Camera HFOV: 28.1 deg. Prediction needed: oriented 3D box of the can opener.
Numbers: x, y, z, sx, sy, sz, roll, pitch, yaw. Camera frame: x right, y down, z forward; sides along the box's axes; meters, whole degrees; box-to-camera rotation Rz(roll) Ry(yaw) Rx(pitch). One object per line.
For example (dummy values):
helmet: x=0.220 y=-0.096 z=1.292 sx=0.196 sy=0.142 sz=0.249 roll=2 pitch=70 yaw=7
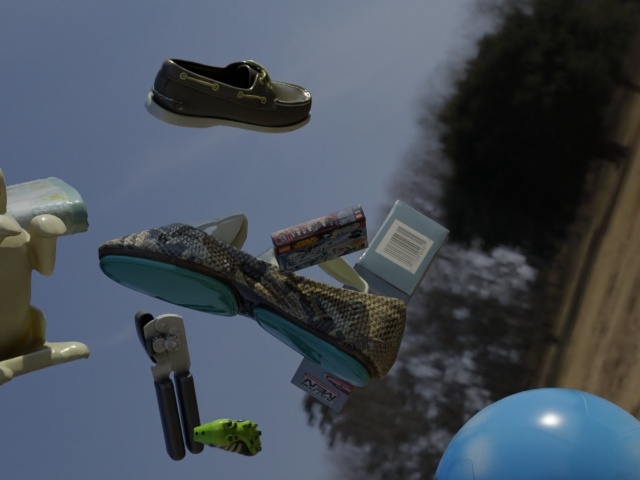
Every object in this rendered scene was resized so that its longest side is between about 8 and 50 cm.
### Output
can opener: x=-0.263 y=0.253 z=2.269 sx=0.093 sy=0.074 sz=0.280 roll=25 pitch=128 yaw=62

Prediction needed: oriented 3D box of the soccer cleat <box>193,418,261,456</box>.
soccer cleat: x=-0.154 y=0.331 z=2.158 sx=0.179 sy=0.072 sz=0.060 roll=37 pitch=-131 yaw=-64

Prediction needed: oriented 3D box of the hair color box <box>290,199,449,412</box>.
hair color box: x=0.083 y=0.123 z=2.277 sx=0.185 sy=0.113 sz=0.374 roll=-55 pitch=-6 yaw=-43

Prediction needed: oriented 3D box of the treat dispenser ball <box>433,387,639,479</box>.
treat dispenser ball: x=0.271 y=0.314 z=1.476 sx=0.288 sy=0.288 sz=0.288 roll=18 pitch=-90 yaw=-81

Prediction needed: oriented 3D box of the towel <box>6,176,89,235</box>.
towel: x=-0.652 y=-0.044 z=2.579 sx=0.374 sy=0.320 sz=0.090 roll=-157 pitch=56 yaw=-69

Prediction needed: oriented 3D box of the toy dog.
toy dog: x=-0.603 y=0.036 z=2.150 sx=0.284 sy=0.395 sz=0.408 roll=-11 pitch=-88 yaw=-53

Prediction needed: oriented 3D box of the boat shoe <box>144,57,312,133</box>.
boat shoe: x=-0.128 y=-0.232 z=2.002 sx=0.305 sy=0.109 sz=0.091 roll=-2 pitch=-56 yaw=-39

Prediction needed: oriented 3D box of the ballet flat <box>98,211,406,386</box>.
ballet flat: x=-0.092 y=0.059 z=1.952 sx=0.164 sy=0.482 sz=0.182 roll=89 pitch=-155 yaw=-63

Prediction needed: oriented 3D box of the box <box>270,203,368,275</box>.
box: x=0.000 y=0.000 z=1.843 sx=0.094 sy=0.137 sz=0.027 roll=82 pitch=169 yaw=-63
